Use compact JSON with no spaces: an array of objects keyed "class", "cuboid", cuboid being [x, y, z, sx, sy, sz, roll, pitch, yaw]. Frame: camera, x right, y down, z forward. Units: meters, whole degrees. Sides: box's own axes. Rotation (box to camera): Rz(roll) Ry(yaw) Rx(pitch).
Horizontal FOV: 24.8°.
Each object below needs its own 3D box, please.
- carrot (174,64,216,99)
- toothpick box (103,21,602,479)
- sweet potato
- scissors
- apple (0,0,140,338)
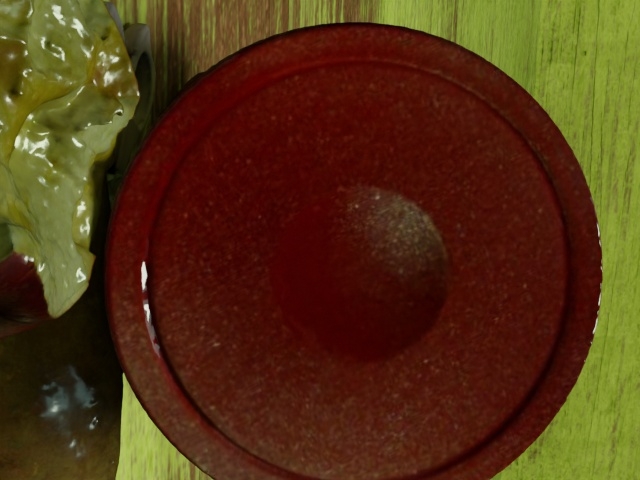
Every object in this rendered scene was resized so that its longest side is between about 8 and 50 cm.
[{"class":"carrot","cuboid":[-0.090,-0.056,0.922,0.035,0.035,0.142,72,35,-58]},{"class":"toothpick box","cuboid":[0.000,0.000,0.735,0.333,0.204,0.204,-128,-135,-83]},{"class":"sweet potato","cuboid":[-0.136,0.029,0.690,0.097,0.097,0.292,-18,115,-73]},{"class":"scissors","cuboid":[-0.125,-0.025,0.827,0.110,0.021,0.212,13,85,-78]},{"class":"apple","cuboid":[-0.146,-0.047,0.530,0.156,0.147,0.158,17,69,-42]}]
